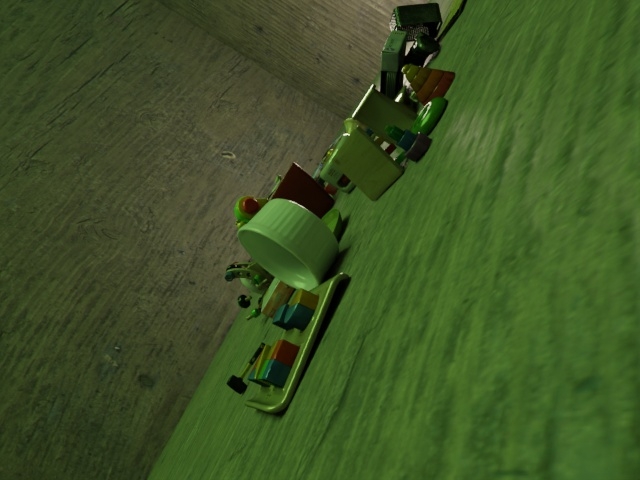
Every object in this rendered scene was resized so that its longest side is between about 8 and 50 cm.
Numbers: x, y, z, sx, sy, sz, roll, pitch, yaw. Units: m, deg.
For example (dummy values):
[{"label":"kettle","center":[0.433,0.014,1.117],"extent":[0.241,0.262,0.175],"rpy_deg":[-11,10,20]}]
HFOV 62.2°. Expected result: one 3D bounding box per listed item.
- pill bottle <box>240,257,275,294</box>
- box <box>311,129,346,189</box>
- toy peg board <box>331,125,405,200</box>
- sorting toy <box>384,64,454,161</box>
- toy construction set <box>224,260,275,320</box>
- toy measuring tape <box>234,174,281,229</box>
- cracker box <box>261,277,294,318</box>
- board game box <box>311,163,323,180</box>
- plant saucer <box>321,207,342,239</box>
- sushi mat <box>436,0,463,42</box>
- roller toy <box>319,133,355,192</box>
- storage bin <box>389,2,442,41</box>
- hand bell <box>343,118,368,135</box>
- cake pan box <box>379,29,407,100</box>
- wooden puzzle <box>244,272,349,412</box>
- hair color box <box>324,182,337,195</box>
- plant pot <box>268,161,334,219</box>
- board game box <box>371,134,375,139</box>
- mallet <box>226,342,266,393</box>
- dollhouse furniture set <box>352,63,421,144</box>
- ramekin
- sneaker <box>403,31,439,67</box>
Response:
[{"label":"pill bottle","center":[-0.246,0.098,2.551],"extent":[0.301,0.169,0.169],"rpy_deg":[-58,8,13]},{"label":"box","center":[0.050,-0.383,2.768],"extent":[0.318,0.097,0.395],"rpy_deg":[-58,9,-6]},{"label":"toy peg board","center":[0.135,-0.212,1.382],"extent":[0.079,0.160,0.161],"rpy_deg":[-45,-1,-32]},{"label":"sorting toy","center":[0.232,-0.341,1.324],"extent":[0.127,0.126,0.365],"rpy_deg":[-51,11,47]},{"label":"toy construction set","center":[-0.221,0.147,2.248],"extent":[0.237,0.257,0.309],"rpy_deg":[-37,-8,20]},{"label":"toy measuring tape","center":[-0.283,-0.179,2.285],"extent":[0.330,0.121,0.121],"rpy_deg":[-63,9,-31]},{"label":"cracker box","center":[-0.153,0.189,1.985],"extent":[0.156,0.067,0.232],"rpy_deg":[-59,7,6]},{"label":"board game box","center":[-0.024,-0.322,2.625],"extent":[0.090,0.020,0.090],"rpy_deg":[-46,19,53]},{"label":"plant saucer","center":[0.004,0.008,1.701],"extent":[0.241,0.037,0.241],"rpy_deg":[-53,17,24]},{"label":"sushi mat","center":[0.508,-0.875,1.995],"extent":[0.151,0.019,0.316],"rpy_deg":[-51,11,53]},{"label":"roller toy","center":[0.089,-0.287,1.954],"extent":[0.191,0.146,0.209],"rpy_deg":[-60,8,-1]},{"label":"storage bin","center":[0.371,-0.847,2.070],"extent":[0.122,0.180,0.084],"rpy_deg":[101,161,-76]},{"label":"hand bell","center":[0.138,-0.431,2.477],"extent":[0.126,0.126,0.242],"rpy_deg":[149,138,-74]},{"label":"cake pan box","center":[0.271,-0.630,2.000],"extent":[0.267,0.070,0.246],"rpy_deg":[-67,-21,-51]},{"label":"wooden puzzle","center":[-0.081,0.238,1.279],"extent":[0.348,0.080,0.322],"rpy_deg":[-62,8,-21]},{"label":"hair color box","center":[0.082,-0.290,2.368],"extent":[0.167,0.053,0.093],"rpy_deg":[-55,8,20]},{"label":"plant pot","center":[-0.091,-0.154,2.271],"extent":[0.267,0.236,0.267],"rpy_deg":[-59,7,1]},{"label":"board game box","center":[0.151,-0.337,2.189],"extent":[0.259,0.039,0.124],"rpy_deg":[-59,8,-22]},{"label":"mallet","center":[-0.241,0.405,1.733],"extent":[0.039,0.062,0.189],"rpy_deg":[-48,13,51]},{"label":"dollhouse furniture set","center":[0.209,-0.411,1.600],"extent":[0.212,0.161,0.242],"rpy_deg":[-54,9,35]},{"label":"ramekin","center":[-0.081,0.010,1.479],"extent":[0.135,0.277,0.277],"rpy_deg":[-54,5,-21]},{"label":"sneaker","center":[0.365,-0.676,1.929],"extent":[0.227,0.087,0.130],"rpy_deg":[-84,15,-62]}]
